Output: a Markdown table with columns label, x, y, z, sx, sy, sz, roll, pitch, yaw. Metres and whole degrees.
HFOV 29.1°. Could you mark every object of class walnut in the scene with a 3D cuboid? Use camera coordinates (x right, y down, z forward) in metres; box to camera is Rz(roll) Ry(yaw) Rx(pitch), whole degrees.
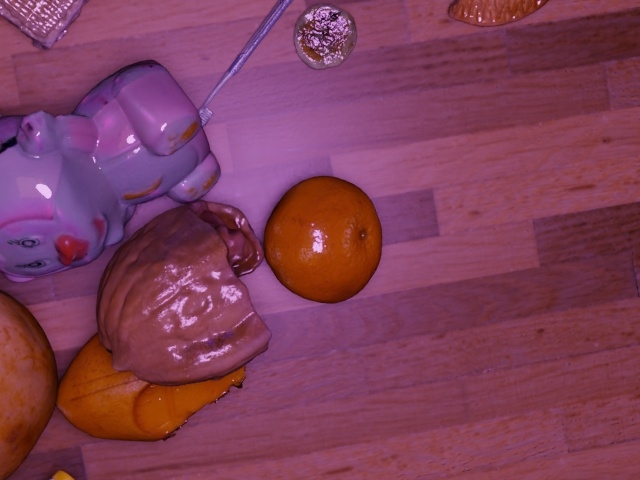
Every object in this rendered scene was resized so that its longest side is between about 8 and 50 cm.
| label | x | y | z | sx | sy | sz | roll | pitch | yaw |
| --- | --- | --- | --- | --- | --- | --- | --- | --- | --- |
| walnut | -0.166 | 0.047 | 1.418 | 0.204 | 0.238 | 0.141 | -8 | 131 | -1 |

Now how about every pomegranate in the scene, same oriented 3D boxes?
| label | x | y | z | sx | sy | sz | roll | pitch | yaw |
| --- | --- | --- | --- | --- | --- | --- | --- | --- | --- |
| pomegranate | -0.434 | 0.169 | 1.434 | 0.260 | 0.260 | 0.261 | 0 | 93 | -5 |

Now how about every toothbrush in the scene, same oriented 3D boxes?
| label | x | y | z | sx | sy | sz | roll | pitch | yaw |
| --- | --- | --- | --- | --- | --- | --- | --- | --- | --- |
| toothbrush | -0.098 | -0.227 | 1.555 | 0.019 | 0.016 | 0.219 | 36 | 89 | -7 |

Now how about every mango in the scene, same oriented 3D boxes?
| label | x | y | z | sx | sy | sz | roll | pitch | yaw |
| --- | --- | --- | --- | --- | --- | --- | --- | --- | --- |
| mango | -0.204 | 0.161 | 1.511 | 0.252 | 0.126 | 0.154 | -21 | 97 | -2 |

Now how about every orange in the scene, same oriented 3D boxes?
| label | x | y | z | sx | sy | sz | roll | pitch | yaw |
| --- | --- | --- | --- | --- | --- | --- | --- | --- | --- |
| orange | 0.000 | 0.000 | 1.517 | 0.136 | 0.159 | 0.159 | -4 | 94 | 36 |

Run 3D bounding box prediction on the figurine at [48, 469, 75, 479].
| label | x | y | z | sx | sy | sz | roll | pitch | yaw |
| --- | --- | --- | --- | --- | --- | --- | --- | --- | --- |
| figurine | -0.288 | 0.367 | 1.513 | 0.178 | 0.130 | 0.109 | 29 | 106 | -8 |

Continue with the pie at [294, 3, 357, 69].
| label | x | y | z | sx | sy | sz | roll | pitch | yaw |
| --- | --- | --- | --- | --- | --- | --- | --- | --- | --- |
| pie | 0.005 | -0.257 | 1.563 | 0.085 | 0.017 | 0.085 | 0 | 93 | -5 |

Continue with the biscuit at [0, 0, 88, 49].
| label | x | y | z | sx | sy | sz | roll | pitch | yaw |
| --- | --- | --- | --- | --- | --- | --- | --- | --- | --- |
| biscuit | -0.453 | -0.407 | 1.460 | 0.426 | 0.078 | 0.144 | 38 | 89 | -13 |

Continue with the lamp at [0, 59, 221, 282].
| label | x | y | z | sx | sy | sz | roll | pitch | yaw |
| --- | --- | --- | --- | --- | --- | --- | --- | --- | --- |
| lamp | -0.300 | -0.098 | 1.464 | 0.301 | 0.247 | 0.247 | -33 | 65 | -9 |

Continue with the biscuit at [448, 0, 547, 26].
| label | x | y | z | sx | sy | sz | roll | pitch | yaw |
| --- | --- | --- | --- | --- | --- | --- | --- | --- | --- |
| biscuit | 0.250 | -0.377 | 1.572 | 0.144 | 0.033 | 0.224 | 13 | 92 | -8 |
